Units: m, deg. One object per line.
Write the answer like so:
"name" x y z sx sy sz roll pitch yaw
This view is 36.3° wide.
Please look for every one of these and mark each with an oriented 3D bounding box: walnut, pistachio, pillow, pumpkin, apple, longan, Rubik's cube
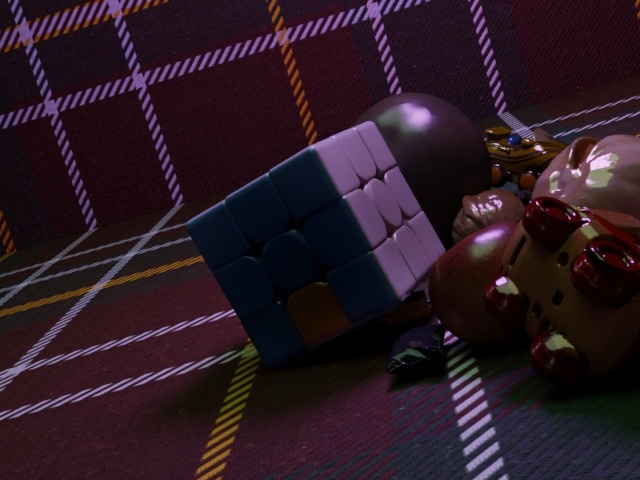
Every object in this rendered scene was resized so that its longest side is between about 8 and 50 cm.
"walnut" 0.325 -0.028 1.889 0.166 0.149 0.166 -40 20 18
"pistachio" 0.495 -0.068 1.662 0.308 0.230 0.229 -5 2 -39
"pillow" 0.148 0.165 1.482 0.090 0.048 0.150 -6 10 10
"pumpkin" 0.148 0.114 1.700 0.083 0.054 0.074 -20 7 3
"apple" 0.263 0.069 1.483 0.201 0.162 0.201 -27 -13 -7
"longan" 0.178 -0.132 2.057 0.360 0.361 0.361 -16 12 4
"Rubik's cube" 0.000 0.000 1.698 0.290 0.292 0.291 -29 4 27

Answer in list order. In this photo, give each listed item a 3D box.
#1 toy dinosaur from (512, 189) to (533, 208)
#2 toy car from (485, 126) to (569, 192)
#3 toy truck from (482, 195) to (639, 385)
"toy dinosaur" 0.428 -0.079 2.105 0.187 0.087 0.179 -6 17 35
"toy car" 0.484 -0.189 2.253 0.247 0.142 0.200 16 18 28
"toy truck" 0.368 0.059 1.299 0.239 0.189 0.265 4 32 -29
